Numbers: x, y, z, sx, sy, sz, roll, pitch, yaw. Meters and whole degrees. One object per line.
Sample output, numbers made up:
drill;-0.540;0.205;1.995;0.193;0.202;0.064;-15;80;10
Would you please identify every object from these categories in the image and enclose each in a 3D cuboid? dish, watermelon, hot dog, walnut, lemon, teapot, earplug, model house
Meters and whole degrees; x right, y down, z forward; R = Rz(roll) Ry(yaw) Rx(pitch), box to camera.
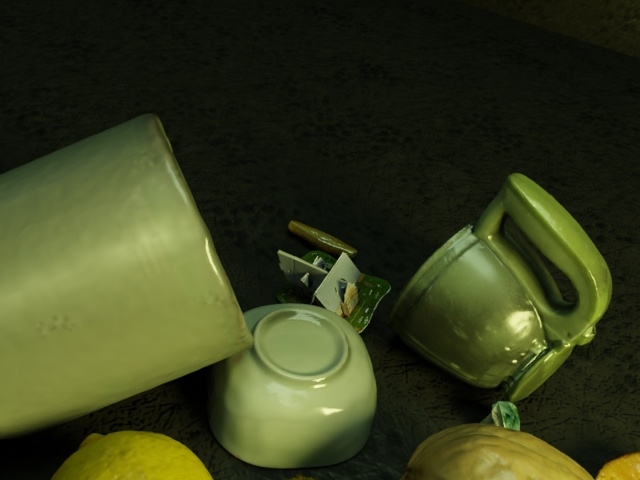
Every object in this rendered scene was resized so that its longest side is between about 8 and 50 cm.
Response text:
dish;-0.035;0.177;0.962;0.256;0.117;0.256;9;38;-7
watermelon;0.248;0.259;0.993;0.061;0.085;0.085;-6;26;35
hot dog;0.000;0.001;1.261;0.137;0.028;0.044;27;14;13
walnut;0.205;0.323;0.777;0.261;0.225;0.225;25;39;7
lemon;-0.188;0.297;0.716;0.186;0.187;0.244;-19;48;-34
teapot;0.277;0.083;1.023;0.239;0.322;0.239;45;23;21
earplug;-0.318;0.056;0.840;0.394;0.313;0.313;-22;46;-8
model house;0.009;0.059;1.094;0.167;0.088;0.117;25;65;29

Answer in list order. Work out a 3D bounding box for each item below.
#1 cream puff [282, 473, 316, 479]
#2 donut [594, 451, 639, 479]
cream puff;-0.020;0.317;0.837;0.083;0.058;0.083;30;40;18
donut;0.430;0.363;0.902;0.190;0.075;0.174;-18;48;-27
